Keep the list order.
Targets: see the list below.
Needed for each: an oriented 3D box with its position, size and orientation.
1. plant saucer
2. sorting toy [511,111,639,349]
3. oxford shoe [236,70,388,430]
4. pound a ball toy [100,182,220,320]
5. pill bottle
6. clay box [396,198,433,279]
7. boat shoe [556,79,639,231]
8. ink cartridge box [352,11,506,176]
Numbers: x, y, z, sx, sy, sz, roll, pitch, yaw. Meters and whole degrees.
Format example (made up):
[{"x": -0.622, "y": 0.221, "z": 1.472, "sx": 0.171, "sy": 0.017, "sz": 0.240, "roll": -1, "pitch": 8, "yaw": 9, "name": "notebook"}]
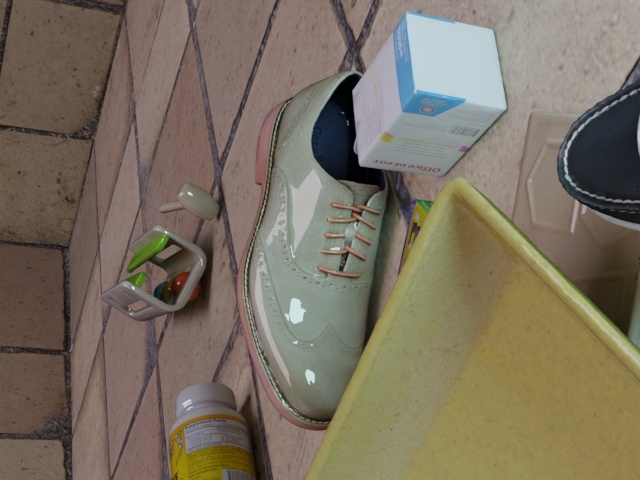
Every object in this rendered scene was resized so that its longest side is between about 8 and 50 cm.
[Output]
[{"x": 0.136, "y": 0.182, "z": 0.659, "sx": 0.332, "sy": 0.081, "sz": 0.332, "roll": 53, "pitch": 132, "yaw": 42, "name": "plant saucer"}, {"x": 0.192, "y": 0.005, "z": 0.746, "sx": 0.208, "sy": 0.038, "sz": 0.192, "roll": -153, "pitch": 71, "yaw": -73, "name": "sorting toy"}, {"x": 0.000, "y": 0.000, "z": 1.109, "sx": 0.146, "sy": 0.141, "sz": 0.396, "roll": -33, "pitch": 55, "yaw": 55, "name": "oxford shoe"}, {"x": -0.269, "y": 0.037, "z": 1.860, "sx": 0.208, "sy": 0.136, "sz": 0.319, "roll": -62, "pitch": 15, "yaw": -18, "name": "pound a ball toy"}, {"x": -0.151, "y": 0.306, "z": 1.434, "sx": 0.208, "sy": 0.118, "sz": 0.117, "roll": -104, "pitch": 28, "yaw": -42, "name": "pill bottle"}, {"x": 0.107, "y": 0.049, "z": 0.859, "sx": 0.222, "sy": 0.053, "sz": 0.127, "roll": -111, "pitch": 31, "yaw": -76, "name": "clay box"}, {"x": 0.222, "y": -0.065, "z": 0.532, "sx": 0.302, "sy": 0.091, "sz": 0.114, "roll": -16, "pitch": 72, "yaw": 57, "name": "boat shoe"}, {"x": 0.093, "y": -0.127, "z": 0.957, "sx": 0.143, "sy": 0.092, "sz": 0.089, "roll": 131, "pitch": 141, "yaw": -55, "name": "ink cartridge box"}]
